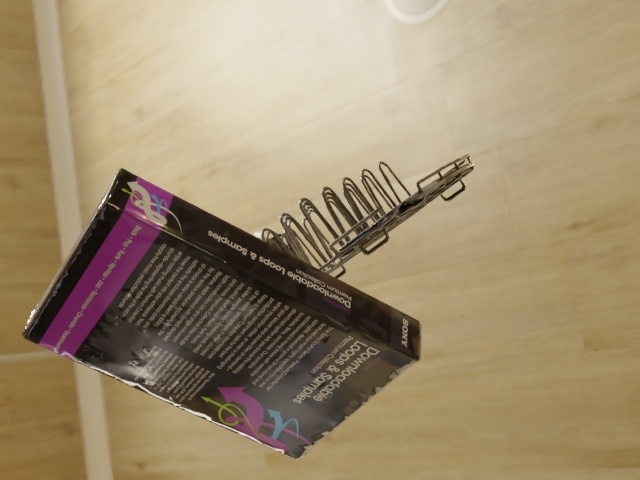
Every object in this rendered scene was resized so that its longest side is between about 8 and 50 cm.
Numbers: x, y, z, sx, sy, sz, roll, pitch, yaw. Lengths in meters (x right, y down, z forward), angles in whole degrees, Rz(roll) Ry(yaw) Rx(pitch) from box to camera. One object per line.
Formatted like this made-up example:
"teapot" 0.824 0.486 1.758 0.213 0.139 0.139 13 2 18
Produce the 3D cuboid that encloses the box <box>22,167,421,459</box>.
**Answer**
"box" -0.048 0.044 0.442 0.116 0.162 0.029 -47 -159 40

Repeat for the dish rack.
"dish rack" 0.000 0.000 0.772 0.271 0.208 0.074 -36 -92 31
